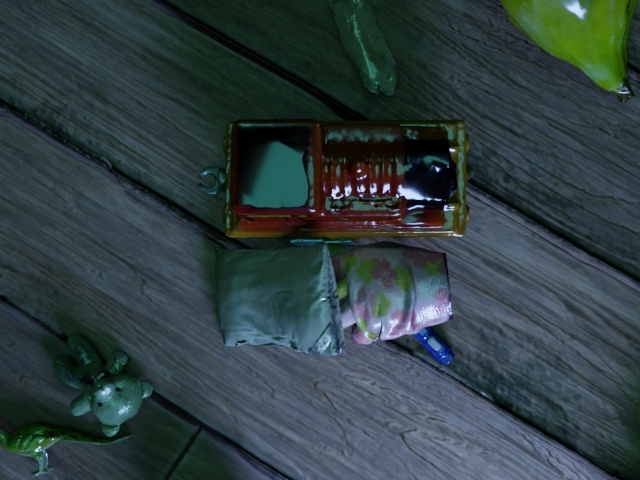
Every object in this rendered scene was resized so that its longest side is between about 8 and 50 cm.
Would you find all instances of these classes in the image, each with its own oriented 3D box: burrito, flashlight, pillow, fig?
[{"bbox_3d":[0.058,-0.287,1.106,0.058,0.045,0.188,-24,89,12],"label":"burrito"},{"bbox_3d":[0.141,0.125,1.099,0.057,0.035,0.121,-43,86,3],"label":"flashlight"},{"bbox_3d":[-0.066,0.079,1.061,0.230,0.050,0.148,-3,88,41],"label":"pillow"},{"bbox_3d":[0.336,-0.339,0.991,0.233,0.233,0.314,-23,82,5],"label":"fig"}]

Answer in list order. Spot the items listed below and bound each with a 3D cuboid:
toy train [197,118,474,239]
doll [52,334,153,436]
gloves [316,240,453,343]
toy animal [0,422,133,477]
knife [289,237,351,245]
[{"bbox_3d":[0.015,-0.082,1.014,0.369,0.231,0.163,0,89,4],"label":"toy train"},{"bbox_3d":[-0.324,0.204,1.127,0.150,0.077,0.115,35,82,16],"label":"doll"},{"bbox_3d":[0.052,0.067,1.056,0.241,0.126,0.145,-7,88,9],"label":"gloves"},{"bbox_3d":[-0.385,0.308,1.145,0.217,0.041,0.075,6,89,1],"label":"toy animal"},{"bbox_3d":[0.000,0.000,1.128,0.091,0.005,0.014,-3,90,6],"label":"knife"}]
